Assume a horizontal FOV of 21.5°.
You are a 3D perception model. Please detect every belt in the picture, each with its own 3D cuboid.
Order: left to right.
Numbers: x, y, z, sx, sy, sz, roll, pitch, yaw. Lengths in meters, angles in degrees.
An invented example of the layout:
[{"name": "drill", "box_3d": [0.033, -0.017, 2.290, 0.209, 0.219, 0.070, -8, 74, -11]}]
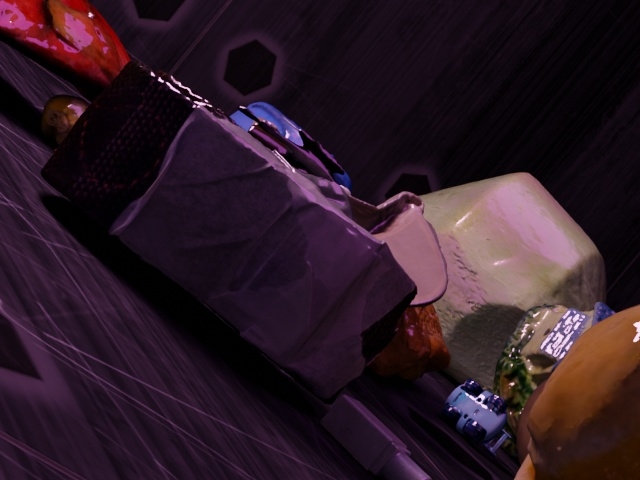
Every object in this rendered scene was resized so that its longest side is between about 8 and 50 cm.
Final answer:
[{"name": "belt", "box_3d": [-0.058, -0.017, 1.281, 0.289, 0.164, 0.184, 39, -5, -1]}]

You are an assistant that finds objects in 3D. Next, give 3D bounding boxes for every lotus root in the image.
[{"name": "lotus root", "box_3d": [-0.228, -0.107, 1.556, 0.054, 0.049, 0.099, 38, -2, 8]}]

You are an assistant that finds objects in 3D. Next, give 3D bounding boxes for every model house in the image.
[{"name": "model house", "box_3d": [0.326, 0.183, 1.979, 0.214, 0.195, 0.189, 45, -20, -10]}]

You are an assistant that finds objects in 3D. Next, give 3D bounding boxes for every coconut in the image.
[{"name": "coconut", "box_3d": [0.233, 0.053, 2.349, 0.328, 0.281, 0.328, 42, -24, 24]}]

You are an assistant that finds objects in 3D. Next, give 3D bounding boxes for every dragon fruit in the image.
[{"name": "dragon fruit", "box_3d": [-0.320, -0.241, 1.566, 0.344, 0.100, 0.282, 30, 7, 15]}]

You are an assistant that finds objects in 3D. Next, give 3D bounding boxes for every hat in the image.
[{"name": "hat", "box_3d": [0.000, 0.000, 1.657, 0.214, 0.149, 0.244, 27, 38, -25]}]

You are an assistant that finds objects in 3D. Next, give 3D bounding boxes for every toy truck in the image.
[{"name": "toy truck", "box_3d": [0.178, 0.201, 1.870, 0.073, 0.056, 0.090, 35, -12, 34]}]

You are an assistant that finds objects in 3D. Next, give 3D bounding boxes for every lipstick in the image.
[{"name": "lipstick", "box_3d": [0.055, 0.165, 1.232, 0.129, 0.030, 0.030, 41, 4, 31]}]

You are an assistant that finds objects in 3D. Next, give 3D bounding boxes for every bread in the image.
[{"name": "bread", "box_3d": [0.080, 0.083, 1.845, 0.271, 0.077, 0.139, 18, 52, -77]}, {"name": "bread", "box_3d": [0.298, 0.194, 1.299, 0.341, 0.300, 0.210, 34, 3, -12]}]

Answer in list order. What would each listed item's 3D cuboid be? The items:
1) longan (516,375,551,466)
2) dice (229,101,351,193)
[{"name": "longan", "box_3d": [0.318, 0.231, 1.809, 0.220, 0.196, 0.196, 52, 5, 5]}, {"name": "dice", "box_3d": [-0.059, -0.069, 1.996, 0.146, 0.146, 0.143, 37, 6, -38]}]
